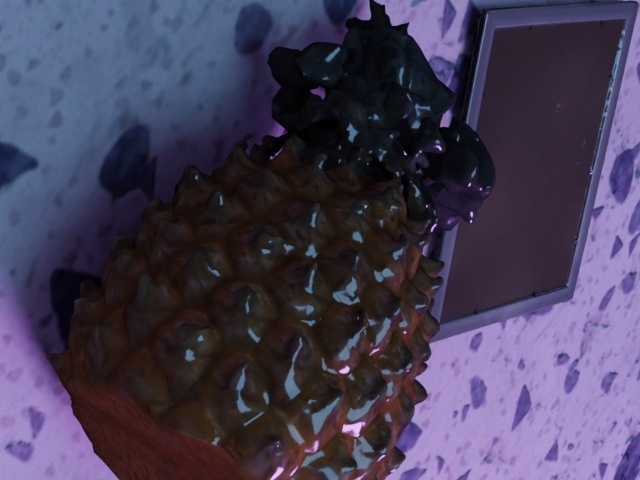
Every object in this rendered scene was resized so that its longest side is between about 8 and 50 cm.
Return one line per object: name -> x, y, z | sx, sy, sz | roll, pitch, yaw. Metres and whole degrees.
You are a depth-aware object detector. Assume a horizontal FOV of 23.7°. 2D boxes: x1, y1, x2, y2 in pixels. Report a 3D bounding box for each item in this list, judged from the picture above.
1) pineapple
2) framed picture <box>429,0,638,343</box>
pineapple -> 0.002, 0.001, 0.939 | 0.357, 0.222, 0.223 | -59, 143, -26
framed picture -> 0.167, -0.059, 1.227 | 0.217, 0.017, 0.274 | -9, 116, -46
